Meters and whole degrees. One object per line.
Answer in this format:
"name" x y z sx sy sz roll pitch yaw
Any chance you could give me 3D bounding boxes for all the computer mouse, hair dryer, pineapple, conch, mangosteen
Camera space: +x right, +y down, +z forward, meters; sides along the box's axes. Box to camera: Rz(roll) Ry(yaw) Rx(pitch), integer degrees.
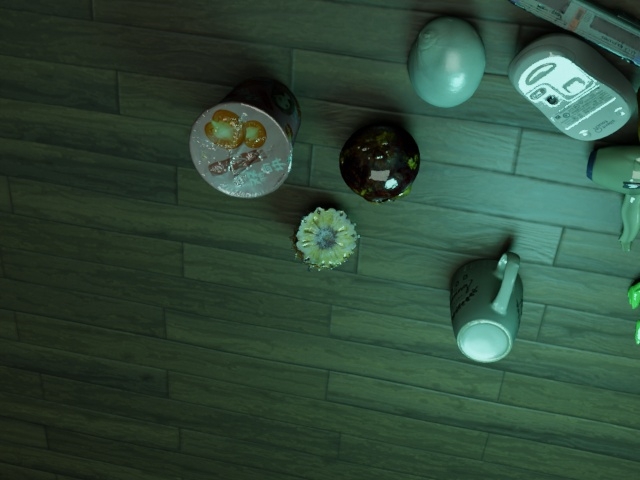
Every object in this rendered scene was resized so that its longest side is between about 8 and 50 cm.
"computer mouse" 0.541 -0.342 1.795 0.297 0.121 0.184 26 137 -21
"hair dryer" 0.783 -0.101 1.874 0.296 0.119 0.298 -6 129 40
"pineapple" -0.001 -0.004 2.137 0.176 0.137 0.161 -41 96 -10
"conch" 0.272 -0.388 1.843 0.185 0.121 0.221 27 135 32
"mangosteen" 0.147 -0.172 1.974 0.192 0.192 0.217 -2 152 15

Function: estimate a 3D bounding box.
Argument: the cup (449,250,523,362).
"cup" 0.428 0.155 2.064 0.187 0.234 0.258 21 122 0

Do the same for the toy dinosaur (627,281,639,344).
"toy dinosaur" 0.944 0.138 1.961 0.375 0.143 0.499 9 136 6

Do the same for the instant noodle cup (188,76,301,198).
"instant noodle cup" -0.159 -0.257 1.946 0.243 0.231 0.242 6 123 9

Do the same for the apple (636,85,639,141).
"apple" 0.764 -0.263 1.720 0.208 0.237 0.236 -19 115 23

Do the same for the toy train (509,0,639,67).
"toy train" 0.529 -0.479 1.727 0.410 0.086 0.089 26 116 -3
